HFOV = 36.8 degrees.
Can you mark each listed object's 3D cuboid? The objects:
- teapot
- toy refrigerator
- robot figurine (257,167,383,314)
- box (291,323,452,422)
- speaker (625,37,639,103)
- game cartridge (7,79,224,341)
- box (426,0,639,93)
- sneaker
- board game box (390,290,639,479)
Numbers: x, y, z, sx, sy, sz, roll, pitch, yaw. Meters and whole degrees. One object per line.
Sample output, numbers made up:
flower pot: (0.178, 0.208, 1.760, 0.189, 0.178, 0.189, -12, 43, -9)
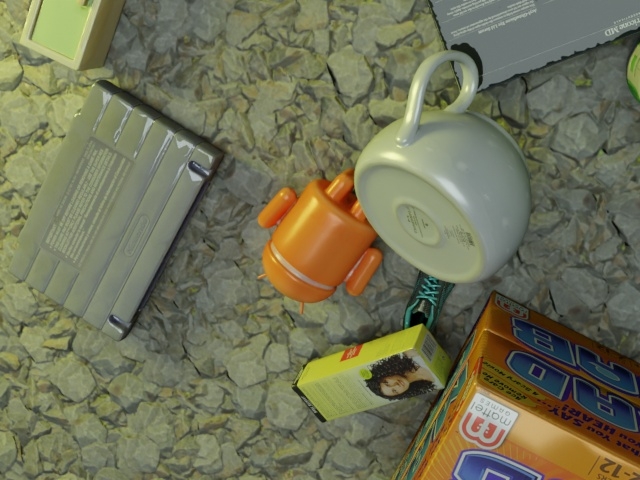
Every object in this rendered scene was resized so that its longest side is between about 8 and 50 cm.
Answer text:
teapot: (0.179, -0.084, 1.254, 0.252, 0.256, 0.187, 43, 67, 3)
toy refrigerator: (-0.336, -0.390, 1.389, 0.102, 0.094, 0.269, 27, 108, 6)
robot figurine: (-0.001, -0.001, 1.393, 0.158, 0.128, 0.219, 23, 113, -33)
box: (0.073, 0.199, 1.418, 0.232, 0.058, 0.087, -24, 114, 36)
speaker: (0.437, -0.196, 1.145, 0.131, 0.296, 0.131, 3, 105, 13)
game cartridge: (-0.326, -0.045, 1.496, 0.230, 0.068, 0.355, 33, 109, 7)
box: (0.280, -0.319, 1.256, 0.261, 0.103, 0.184, -19, 97, 17)
sneaker: (0.159, 0.083, 1.401, 0.065, 0.076, 0.166, 17, 107, 8)
board game box: (0.300, 0.343, 1.287, 0.356, 0.356, 0.356, 26, 108, 5)
